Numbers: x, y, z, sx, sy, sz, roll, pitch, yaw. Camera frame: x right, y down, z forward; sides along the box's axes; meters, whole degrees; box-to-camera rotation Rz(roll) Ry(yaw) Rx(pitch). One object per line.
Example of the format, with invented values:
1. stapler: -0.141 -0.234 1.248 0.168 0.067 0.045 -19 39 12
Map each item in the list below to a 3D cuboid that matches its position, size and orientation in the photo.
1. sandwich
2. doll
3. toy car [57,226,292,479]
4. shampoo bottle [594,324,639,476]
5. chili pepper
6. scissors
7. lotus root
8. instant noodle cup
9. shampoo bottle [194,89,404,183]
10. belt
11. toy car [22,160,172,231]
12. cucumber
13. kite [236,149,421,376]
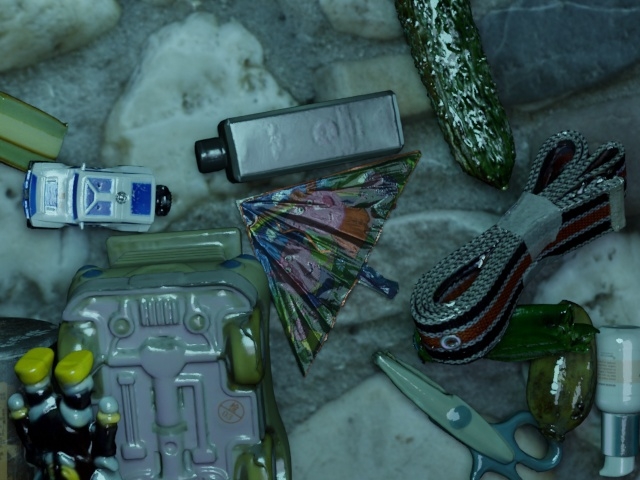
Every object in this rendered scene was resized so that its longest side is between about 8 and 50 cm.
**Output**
1. sandwich: -0.396 -0.141 1.531 0.163 0.113 0.079 24 85 -46
2. doll: -0.261 0.268 1.370 0.145 0.103 0.316 -6 107 -2
3. toy car: -0.163 0.172 1.510 0.242 0.226 0.336 -5 111 1
4. shampoo bottle: 0.385 0.205 1.676 0.074 0.074 0.192 -1 92 -12
5. chili pepper: 0.226 0.114 1.605 0.224 0.098 0.061 -11 52 16
6. scissors: 0.176 0.226 1.650 0.289 0.041 0.138 38 83 -14
7. lotus root: 0.305 0.165 1.654 0.089 0.080 0.179 12 78 -18
8. instant noodle cup: -0.388 0.204 1.452 0.217 0.217 0.207 -3 98 -12
9. shampoo bottle: -0.028 -0.122 1.577 0.246 0.079 0.080 -12 93 -11
10. belt: 0.241 0.006 1.577 0.359 0.126 0.094 -41 140 -23
11. toy car: -0.259 -0.050 1.527 0.171 0.070 0.080 2 90 -23
12. cucumber: 0.160 -0.229 1.610 0.096 0.096 0.359 -21 99 -11
13. kite: 0.000 0.000 1.622 0.234 0.016 0.321 28 85 -10
